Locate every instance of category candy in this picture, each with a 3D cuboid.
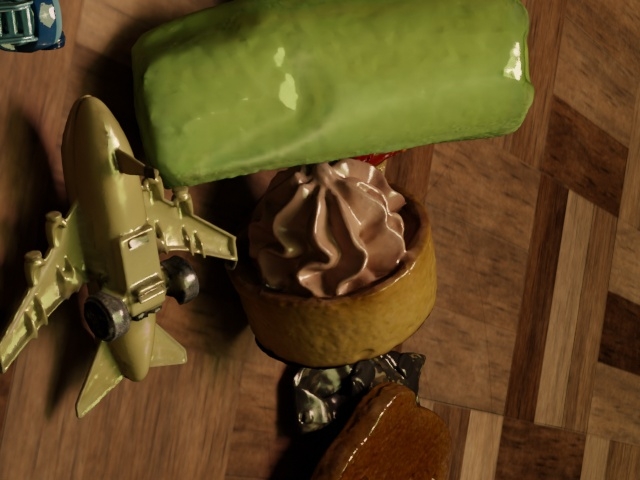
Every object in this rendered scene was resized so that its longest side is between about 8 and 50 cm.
[{"bbox_3d":[0.012,-0.137,1.333,0.132,0.344,0.142,-114,-163,-45],"label":"candy"}]

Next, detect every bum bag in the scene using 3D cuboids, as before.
[{"bbox_3d":[0.046,0.160,1.672,0.248,0.069,0.102,17,76,-58],"label":"bum bag"}]

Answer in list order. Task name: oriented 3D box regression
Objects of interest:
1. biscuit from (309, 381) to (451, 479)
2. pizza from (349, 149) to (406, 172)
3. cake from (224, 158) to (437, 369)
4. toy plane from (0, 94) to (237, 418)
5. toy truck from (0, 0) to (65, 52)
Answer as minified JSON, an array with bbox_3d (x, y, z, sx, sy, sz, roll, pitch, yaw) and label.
[{"bbox_3d":[0.043,0.289,1.646,0.273,0.049,0.257,-62,148,-13],"label":"biscuit"},{"bbox_3d":[0.038,-0.094,1.555,0.199,0.188,0.062,68,7,-75],"label":"pizza"},{"bbox_3d":[0.000,0.000,1.457,0.185,0.208,0.178,-40,124,-28],"label":"cake"},{"bbox_3d":[-0.161,0.010,1.243,0.242,0.104,0.256,-26,133,-36],"label":"toy plane"},{"bbox_3d":[-0.234,-0.159,1.137,0.090,0.073,0.056,-20,113,-43],"label":"toy truck"}]
